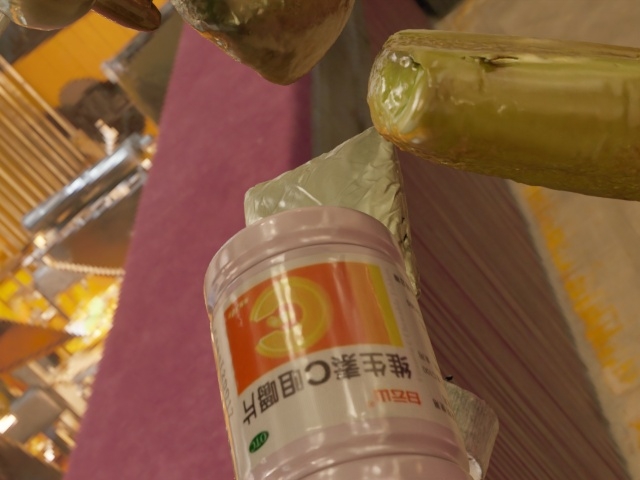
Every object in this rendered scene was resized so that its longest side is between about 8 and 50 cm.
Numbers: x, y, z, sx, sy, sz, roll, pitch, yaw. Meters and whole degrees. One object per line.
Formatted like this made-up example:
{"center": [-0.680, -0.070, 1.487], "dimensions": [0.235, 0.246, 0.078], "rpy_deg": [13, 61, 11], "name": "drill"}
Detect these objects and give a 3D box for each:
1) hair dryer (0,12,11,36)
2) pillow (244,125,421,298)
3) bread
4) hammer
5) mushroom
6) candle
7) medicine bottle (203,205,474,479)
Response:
{"center": [-0.413, -0.294, 1.463], "dimensions": [0.131, 0.073, 0.236], "rpy_deg": [-1, 43, 19], "name": "hair dryer"}
{"center": [0.001, 0.001, 1.561], "dimensions": [0.274, 0.076, 0.281], "rpy_deg": [-23, 59, 30], "name": "pillow"}
{"center": [0.226, -0.088, 0.858], "dimensions": [0.166, 0.383, 0.112], "rpy_deg": [-104, 20, -71], "name": "bread"}
{"center": [-0.251, -0.269, 1.149], "dimensions": [0.202, 0.305, 0.113], "rpy_deg": [45, 103, 24], "name": "hammer"}
{"center": [-0.083, -0.373, 1.503], "dimensions": [0.217, 0.292, 0.212], "rpy_deg": [-44, 3, 24], "name": "mushroom"}
{"center": [0.057, 0.168, 1.038], "dimensions": [0.168, 0.192, 0.068], "rpy_deg": [-45, 16, 50], "name": "candle"}
{"center": [0.012, 0.111, 0.643], "dimensions": [0.133, 0.133, 0.250], "rpy_deg": [-32, 48, 22], "name": "medicine bottle"}
